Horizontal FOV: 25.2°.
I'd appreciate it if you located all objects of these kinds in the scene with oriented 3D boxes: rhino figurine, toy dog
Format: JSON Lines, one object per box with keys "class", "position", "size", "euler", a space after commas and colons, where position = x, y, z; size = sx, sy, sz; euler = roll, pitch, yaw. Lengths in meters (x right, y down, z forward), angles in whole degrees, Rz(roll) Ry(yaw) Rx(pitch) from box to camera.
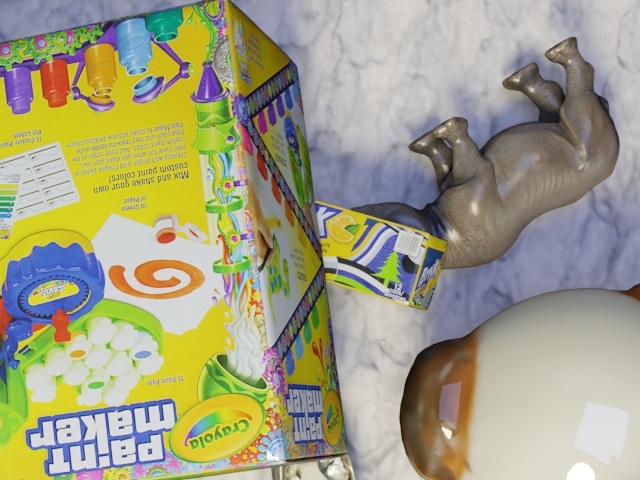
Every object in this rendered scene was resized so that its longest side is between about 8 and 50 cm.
{"class": "rhino figurine", "position": [0.115, -0.040, 1.058], "size": [0.243, 0.073, 0.106], "euler": [-35, 92, -5]}
{"class": "toy dog", "position": [0.190, 0.219, 0.887], "size": [0.285, 0.395, 0.407], "euler": [-22, 50, 4]}

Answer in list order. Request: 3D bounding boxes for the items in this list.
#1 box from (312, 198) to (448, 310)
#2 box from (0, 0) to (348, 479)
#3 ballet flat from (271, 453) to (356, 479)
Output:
{"class": "box", "position": [0.000, 0.000, 1.017], "size": [0.169, 0.059, 0.054], "euler": [17, 90, 19]}
{"class": "box", "position": [-0.156, 0.023, 0.929], "size": [0.290, 0.177, 0.279], "euler": [-9, 81, 12]}
{"class": "ballet flat", "position": [0.005, 0.235, 1.005], "size": [0.072, 0.068, 0.213], "euler": [-11, 82, -7]}
